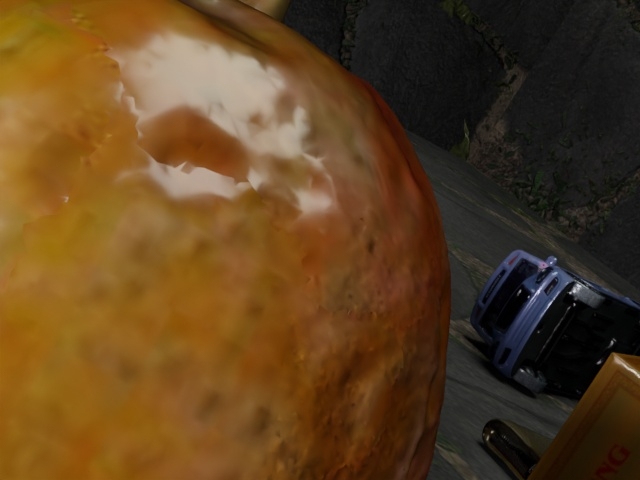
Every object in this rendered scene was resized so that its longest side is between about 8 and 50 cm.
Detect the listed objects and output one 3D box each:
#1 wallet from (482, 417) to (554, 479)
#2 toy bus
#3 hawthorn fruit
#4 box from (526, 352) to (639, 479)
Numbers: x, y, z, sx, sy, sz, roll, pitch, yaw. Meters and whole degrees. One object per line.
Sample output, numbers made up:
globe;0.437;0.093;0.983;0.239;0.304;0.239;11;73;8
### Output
wallet;0.229;0.207;1.292;0.198;0.031;0.110;25;13;-36
toy bus;0.260;0.091;1.677;0.133;0.125;0.292;37;10;33
hawthorn fruit;-0.075;0.010;0.548;0.277;0.298;0.277;32;-4;2
box;0.213;0.169;1.014;0.076;0.174;0.274;39;13;27
